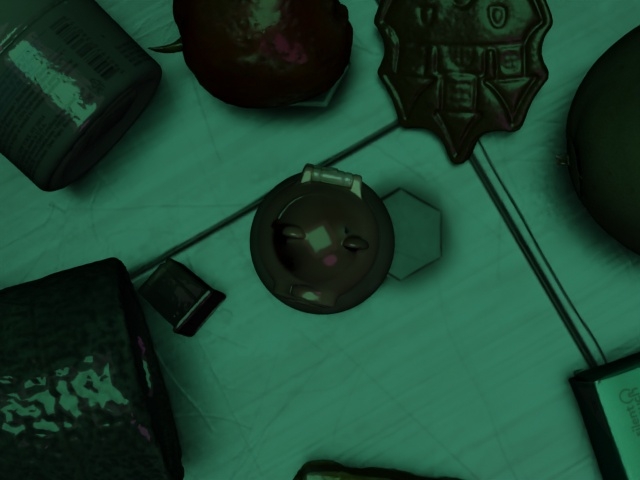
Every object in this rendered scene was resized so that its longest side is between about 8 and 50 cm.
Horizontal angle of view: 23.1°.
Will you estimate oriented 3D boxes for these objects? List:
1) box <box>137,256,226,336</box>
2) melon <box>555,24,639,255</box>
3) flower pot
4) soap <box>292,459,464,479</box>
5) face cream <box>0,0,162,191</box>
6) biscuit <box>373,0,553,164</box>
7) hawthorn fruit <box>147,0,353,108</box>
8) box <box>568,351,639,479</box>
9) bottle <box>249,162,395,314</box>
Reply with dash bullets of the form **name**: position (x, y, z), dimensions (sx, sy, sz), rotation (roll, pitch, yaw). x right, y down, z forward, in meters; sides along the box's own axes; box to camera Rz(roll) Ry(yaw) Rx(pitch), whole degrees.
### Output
- **box**: position (-0.143, 0.056, 1.601), dimensions (0.063, 0.084, 0.060), rotation (43, 90, 8)
- **melon**: position (0.390, -0.100, 1.498), dimensions (0.330, 0.268, 0.269), rotation (-5, 88, 9)
- **flower pot**: position (-0.298, 0.157, 1.518), dimensions (0.282, 0.299, 0.299), rotation (-17, 87, -2)
- **soap**: position (0.049, 0.390, 1.580), dimensions (0.199, 0.091, 0.315), rotation (9, 89, 1)
- **face cream**: position (-0.267, -0.158, 1.565), dimensions (0.153, 0.177, 0.177), rotation (43, 90, 1)
- **biscuit**: position (0.144, -0.184, 1.597), dimensions (0.182, 0.034, 0.215), rotation (2, 102, 14)
- **hawthorn fruit**: position (-0.073, -0.212, 1.562), dimensions (0.200, 0.179, 0.179), rotation (-21, 87, -2)
- **box**: position (0.431, 0.181, 1.560), dimensions (0.311, 0.118, 0.205), rotation (-19, 86, 1)
- **bottle**: position (0.000, 0.000, 1.520), dimensions (0.147, 0.236, 0.148), rotation (0, 89, 2)
